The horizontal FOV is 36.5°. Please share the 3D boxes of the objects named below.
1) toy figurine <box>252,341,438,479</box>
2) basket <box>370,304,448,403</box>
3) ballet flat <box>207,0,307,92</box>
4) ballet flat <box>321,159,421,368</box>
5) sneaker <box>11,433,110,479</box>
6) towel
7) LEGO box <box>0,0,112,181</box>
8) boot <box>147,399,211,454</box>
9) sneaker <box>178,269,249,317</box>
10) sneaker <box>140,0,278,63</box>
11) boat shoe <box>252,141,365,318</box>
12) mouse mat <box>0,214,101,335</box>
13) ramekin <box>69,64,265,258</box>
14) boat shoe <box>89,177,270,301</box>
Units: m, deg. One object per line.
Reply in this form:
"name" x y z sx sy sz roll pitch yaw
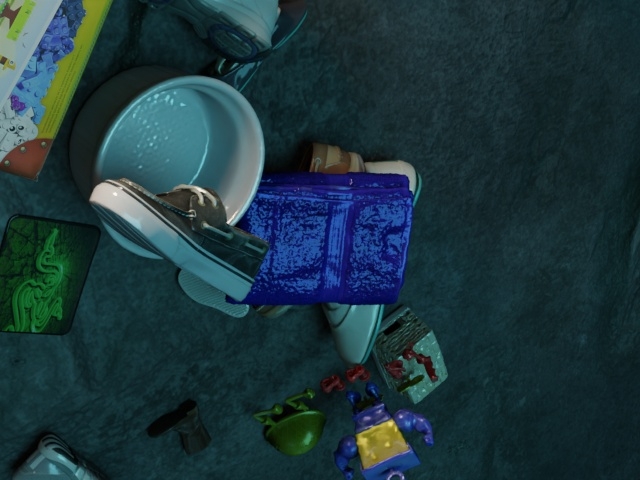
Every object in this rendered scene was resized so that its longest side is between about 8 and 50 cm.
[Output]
"toy figurine" 0.079 0.373 1.813 0.362 0.217 0.191 -24 150 2
"basket" 0.183 0.239 1.997 0.113 0.103 0.167 -37 133 -17
"ballet flat" -0.101 -0.308 1.489 0.203 0.074 0.074 -49 134 -4
"ballet flat" 0.066 0.037 1.792 0.139 0.139 0.401 7 104 -42
"sneaker" -0.428 0.429 1.620 0.132 0.086 0.229 -42 123 -8
"towel" 0.000 0.000 1.586 0.308 0.076 0.228 1 101 -17
"LEGO box" -0.423 -0.368 1.100 0.372 0.193 0.500 17 102 -43
"boot" -0.252 0.356 1.752 0.106 0.037 0.114 -29 133 -22
"sneaker" -0.183 0.081 1.653 0.134 0.070 0.051 31 102 -16
"sneaker" -0.178 -0.377 1.377 0.297 0.111 0.129 36 58 -35
"boat shoe" -0.045 -0.023 1.669 0.116 0.123 0.325 26 92 -22
"mouse mat" -0.422 0.056 1.464 0.152 0.007 0.190 9 108 -42
"ramekin" -0.233 -0.124 1.432 0.277 0.135 0.277 -20 124 -32
"boat shoe" -0.190 -0.025 1.363 0.119 0.121 0.335 -61 146 -7
